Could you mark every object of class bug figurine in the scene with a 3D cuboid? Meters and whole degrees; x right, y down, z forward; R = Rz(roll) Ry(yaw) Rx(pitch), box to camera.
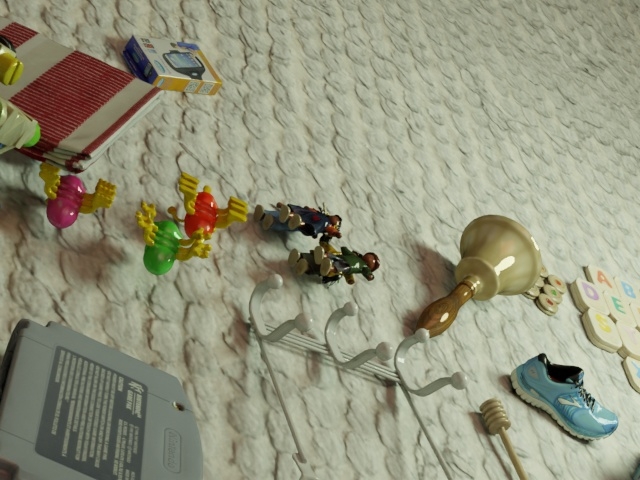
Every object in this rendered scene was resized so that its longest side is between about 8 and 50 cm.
[{"bbox_3d":[-0.224,-0.050,1.686,0.279,0.072,0.216,28,25,-11],"label":"bug figurine"}]

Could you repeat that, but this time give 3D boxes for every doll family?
[{"bbox_3d":[0.000,0.000,1.877,0.111,0.076,0.193,0,45,-42],"label":"doll family"}]

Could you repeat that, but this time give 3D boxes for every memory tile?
[{"bbox_3d":[0.305,0.045,2.221,0.148,0.012,0.113,40,29,2],"label":"memory tile"}]

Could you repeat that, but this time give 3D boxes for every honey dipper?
[{"bbox_3d":[0.237,0.266,1.823,0.030,0.030,0.160,14,41,-38],"label":"honey dipper"}]

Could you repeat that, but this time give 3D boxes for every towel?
[{"bbox_3d":[-0.366,-0.188,1.673,0.329,0.037,0.237,24,30,5],"label":"towel"}]

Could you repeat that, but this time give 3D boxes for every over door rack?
[{"bbox_3d":[0.055,0.182,1.651,0.240,0.108,0.324,22,34,-27],"label":"over door rack"}]

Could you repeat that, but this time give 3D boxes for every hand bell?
[{"bbox_3d":[0.190,0.069,1.990,0.126,0.126,0.242,44,41,7],"label":"hand bell"}]

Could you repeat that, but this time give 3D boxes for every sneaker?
[{"bbox_3d":[0.334,0.206,1.968,0.162,0.073,0.063,32,30,-13],"label":"sneaker"}]

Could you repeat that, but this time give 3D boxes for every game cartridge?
[{"bbox_3d":[-0.202,0.182,1.335,0.198,0.062,0.297,31,17,-15],"label":"game cartridge"}]

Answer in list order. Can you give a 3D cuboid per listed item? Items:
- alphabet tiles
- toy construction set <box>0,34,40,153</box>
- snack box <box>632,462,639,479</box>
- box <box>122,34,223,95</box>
[{"bbox_3d":[0.511,0.153,2.298,0.284,0.021,0.278,23,33,-26],"label":"alphabet tiles"},{"bbox_3d":[-0.424,-0.146,1.496,0.328,0.215,0.151,34,2,1],"label":"toy construction set"},{"bbox_3d":[0.546,0.407,1.944,0.322,0.060,0.187,41,29,5],"label":"snack box"},{"bbox_3d":[-0.205,-0.239,2.020,0.136,0.028,0.081,3,46,-49],"label":"box"}]
